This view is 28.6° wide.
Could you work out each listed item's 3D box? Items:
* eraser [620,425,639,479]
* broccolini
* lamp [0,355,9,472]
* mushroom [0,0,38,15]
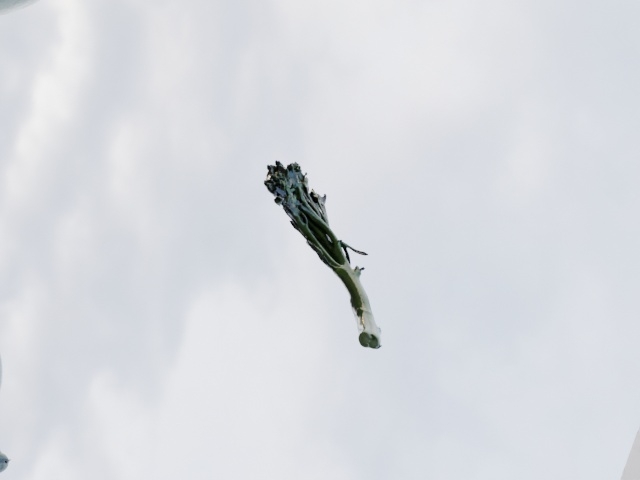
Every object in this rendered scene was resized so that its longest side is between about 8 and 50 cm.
[{"bbox_3d":[0.213,0.238,0.809,0.298,0.078,0.076,-59,178,-36],"label":"eraser"},{"bbox_3d":[0.004,0.006,1.296,0.062,0.123,0.271,-45,-140,17],"label":"broccolini"},{"bbox_3d":[-0.444,0.180,1.423,0.197,0.198,0.244,-56,-137,23],"label":"lamp"},{"bbox_3d":[-0.294,-0.274,1.106,0.122,0.154,0.154,18,-88,53],"label":"mushroom"}]
